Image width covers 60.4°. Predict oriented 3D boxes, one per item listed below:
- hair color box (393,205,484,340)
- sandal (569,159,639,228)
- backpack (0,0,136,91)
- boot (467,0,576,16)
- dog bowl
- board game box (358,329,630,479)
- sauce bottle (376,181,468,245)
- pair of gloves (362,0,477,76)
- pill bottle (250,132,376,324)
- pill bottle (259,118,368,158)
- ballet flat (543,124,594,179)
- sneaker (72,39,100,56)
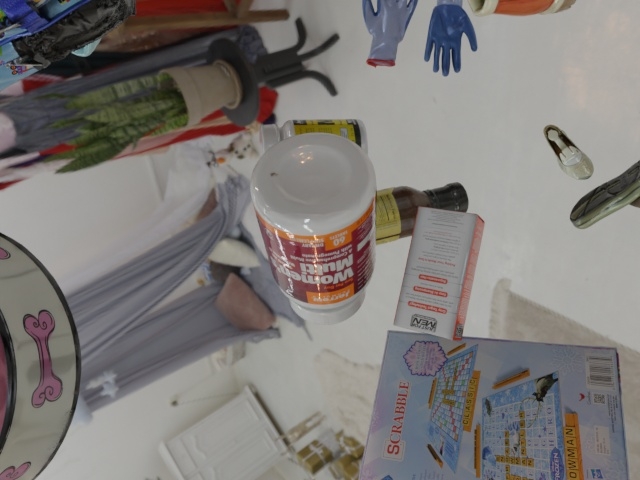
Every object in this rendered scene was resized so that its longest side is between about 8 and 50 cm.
[{"bbox_3d":[0.136,0.037,0.629,0.072,0.043,0.141,11,85,29],"label":"hair color box"},{"bbox_3d":[0.642,-0.101,1.082,0.086,0.120,0.303,46,135,-5],"label":"sandal"},{"bbox_3d":[-0.219,-0.164,0.312,0.158,0.173,0.117,58,173,-16],"label":"backpack"},{"bbox_3d":[0.137,-0.241,0.393,0.059,0.085,0.157,-137,35,-71],"label":"boot"},{"bbox_3d":[-0.534,0.174,0.704,0.408,0.408,0.150,59,-173,7],"label":"dog bowl"},{"bbox_3d":[0.218,0.277,0.714,0.318,0.318,0.066,2,140,21],"label":"board game box"},{"bbox_3d":[0.127,-0.047,1.108,0.111,0.344,0.111,168,90,-78],"label":"sauce bottle"},{"bbox_3d":[0.163,-0.354,0.900,0.023,0.198,0.159,-141,57,-86],"label":"pair of gloves"},{"bbox_3d":[0.000,0.000,0.599,0.121,0.121,0.221,44,159,29],"label":"pill bottle"},{"bbox_3d":[-0.017,-0.188,1.125,0.119,0.209,0.119,177,90,-79],"label":"pill bottle"},{"bbox_3d":[0.529,-0.193,1.194,0.057,0.052,0.168,-41,38,23],"label":"ballet flat"},{"bbox_3d":[-0.408,-0.377,0.735,0.135,0.366,0.150,-4,77,19],"label":"sneaker"}]
